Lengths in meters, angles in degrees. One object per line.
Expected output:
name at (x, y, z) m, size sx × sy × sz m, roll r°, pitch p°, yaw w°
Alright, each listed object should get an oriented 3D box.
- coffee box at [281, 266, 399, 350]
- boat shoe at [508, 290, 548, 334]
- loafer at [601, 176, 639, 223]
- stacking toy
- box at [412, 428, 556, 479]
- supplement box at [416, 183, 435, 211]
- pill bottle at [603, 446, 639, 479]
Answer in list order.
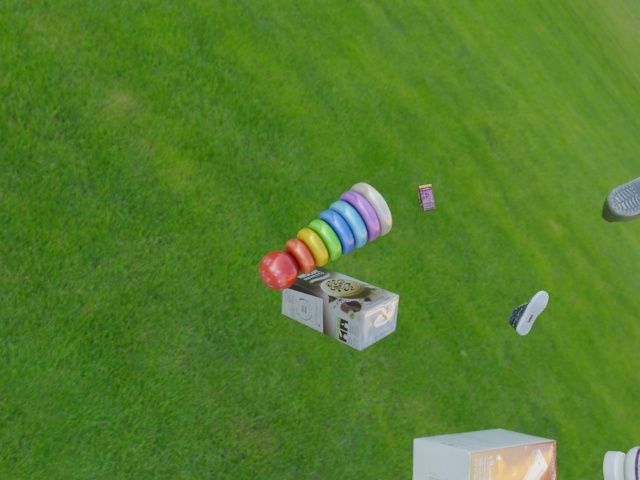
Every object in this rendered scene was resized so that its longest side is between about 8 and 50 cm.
coffee box at (0.050, 0.182, 1.606) m, size 0.168 × 0.297 × 0.118 m, roll -19°, pitch 119°, yaw -47°
boat shoe at (0.762, 0.254, 2.086) m, size 0.065 × 0.183 × 0.083 m, roll 22°, pitch 14°, yaw -23°
loafer at (0.724, -0.102, 1.245) m, size 0.251 × 0.087 × 0.094 m, roll -15°, pitch 70°, yaw -11°
stacking toy at (0.000, 0.000, 1.300) m, size 0.330 × 0.141 × 0.141 m, roll -32°, pitch 85°, yaw -19°
box at (0.398, 0.584, 1.351) m, size 0.345 × 0.168 × 0.215 m, roll 9°, pitch 79°, yaw -37°
supplement box at (0.351, -0.140, 1.883) m, size 0.043 × 0.055 × 0.083 m, roll -10°, pitch 84°, yaw -3°
pill bottle at (1.036, 0.718, 1.709) m, size 0.169 × 0.301 × 0.169 m, roll 13°, pitch 72°, yaw -43°
